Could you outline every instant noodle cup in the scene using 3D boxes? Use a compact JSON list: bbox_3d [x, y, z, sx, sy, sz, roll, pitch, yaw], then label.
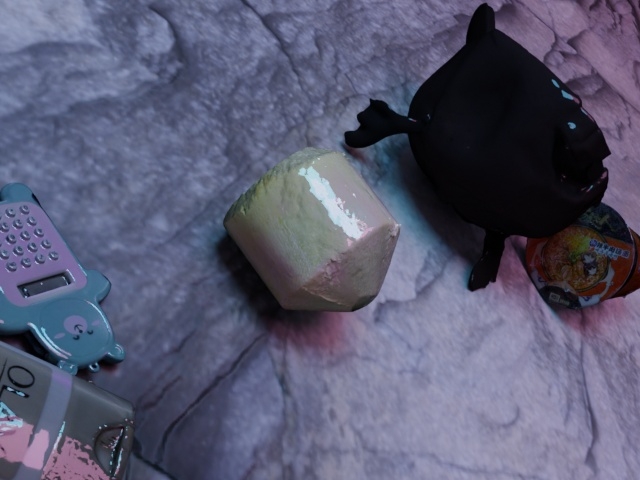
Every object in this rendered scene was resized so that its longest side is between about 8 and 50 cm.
[{"bbox_3d":[0.325,0.020,0.954,0.136,0.127,0.127,10,49,-51],"label":"instant noodle cup"}]

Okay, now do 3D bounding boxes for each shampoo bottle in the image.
[{"bbox_3d":[-0.203,0.072,0.391,0.227,0.056,0.086,31,39,-22],"label":"shampoo bottle"}]

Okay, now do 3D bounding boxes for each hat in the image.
[{"bbox_3d":[0.158,-0.104,0.887,0.238,0.209,0.336,53,12,-27],"label":"hat"}]

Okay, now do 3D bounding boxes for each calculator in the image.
[{"bbox_3d":[-0.175,0.024,0.501,0.141,0.019,0.094,54,33,10],"label":"calculator"}]

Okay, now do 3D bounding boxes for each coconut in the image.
[{"bbox_3d":[0.000,0.000,0.624,0.122,0.116,0.116,53,35,6],"label":"coconut"}]
